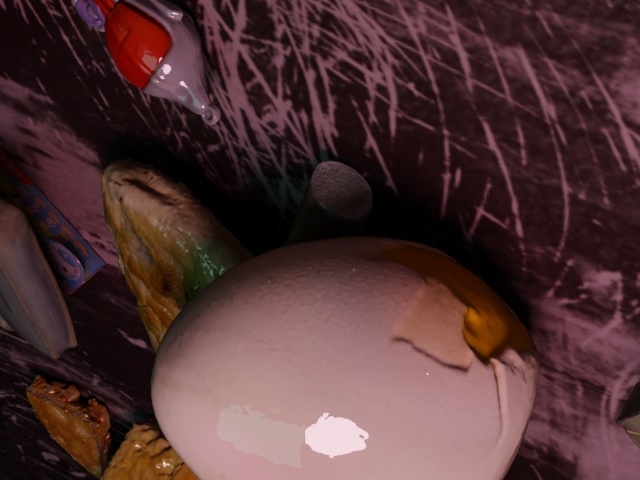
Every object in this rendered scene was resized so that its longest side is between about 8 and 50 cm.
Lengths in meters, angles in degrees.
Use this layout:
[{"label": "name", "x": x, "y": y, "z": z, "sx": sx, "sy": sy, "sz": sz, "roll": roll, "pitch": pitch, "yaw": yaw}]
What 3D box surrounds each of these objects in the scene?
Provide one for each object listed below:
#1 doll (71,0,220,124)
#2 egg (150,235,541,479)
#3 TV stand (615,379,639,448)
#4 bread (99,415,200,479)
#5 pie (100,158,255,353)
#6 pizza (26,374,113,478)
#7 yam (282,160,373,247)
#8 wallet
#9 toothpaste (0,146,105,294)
[{"label": "doll", "x": -0.170, "y": -0.198, "z": 1.208, "sx": 0.227, "sy": 0.075, "sz": 0.102, "roll": 48, "pitch": 132, "yaw": 10}, {"label": "egg", "x": 0.020, "y": 0.134, "z": 1.143, "sx": 0.345, "sy": 0.283, "sz": 0.283, "roll": 10, "pitch": 141, "yaw": -12}, {"label": "TV stand", "x": 0.384, "y": 0.213, "z": 1.093, "sx": 0.269, "sy": 0.088, "sz": 0.083, "roll": 47, "pitch": 142, "yaw": -4}, {"label": "bread", "x": -0.195, "y": 0.384, "z": 1.670, "sx": 0.204, "sy": 0.162, "sz": 0.262, "roll": 25, "pitch": 135, "yaw": 38}, {"label": "pie", "x": -0.137, "y": 0.060, "z": 1.368, "sx": 0.337, "sy": 0.075, "sz": 0.337, "roll": 40, "pitch": 151, "yaw": 28}, {"label": "pizza", "x": -0.335, "y": 0.259, "z": 1.778, "sx": 0.134, "sy": 0.046, "sz": 0.175, "roll": -11, "pitch": 117, "yaw": 46}, {"label": "yam", "x": 0.000, "y": 0.000, "z": 1.247, "sx": 0.068, "sy": 0.068, "sz": 0.169, "roll": 35, "pitch": 141, "yaw": 11}, {"label": "wallet", "x": -0.421, "y": 0.000, "z": 1.542, "sx": 0.360, "sy": 0.083, "sz": 0.252, "roll": 27, "pitch": 147, "yaw": 45}, {"label": "toothpaste", "x": -0.342, "y": -0.028, "z": 1.531, "sx": 0.193, "sy": 0.044, "sz": 0.070, "roll": 49, "pitch": 139, "yaw": -7}]
